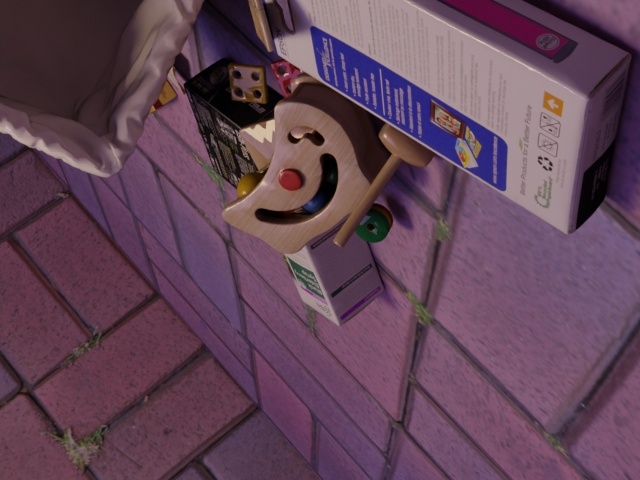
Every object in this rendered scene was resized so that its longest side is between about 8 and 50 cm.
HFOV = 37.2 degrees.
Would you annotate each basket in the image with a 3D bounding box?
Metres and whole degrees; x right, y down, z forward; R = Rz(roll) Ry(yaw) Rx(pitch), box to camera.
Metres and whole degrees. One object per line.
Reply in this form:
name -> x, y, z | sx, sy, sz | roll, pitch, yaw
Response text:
basket -> -0.341, -0.283, 1.146 | 0.328, 0.331, 0.266 | 27, 173, -20

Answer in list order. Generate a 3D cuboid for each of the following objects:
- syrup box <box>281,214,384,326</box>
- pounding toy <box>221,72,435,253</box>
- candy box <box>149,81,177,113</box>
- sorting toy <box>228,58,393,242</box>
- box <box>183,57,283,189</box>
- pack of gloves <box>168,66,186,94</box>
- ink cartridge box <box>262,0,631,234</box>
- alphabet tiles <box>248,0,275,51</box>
syrup box -> 0.000, 0.000, 1.351 | 0.093, 0.096, 0.237 | 32, 151, 47
pounding toy -> -0.017, -0.080, 1.072 | 0.154, 0.155, 0.269 | 45, 127, -15
candy box -> -0.328, -0.279, 1.699 | 0.109, 0.053, 0.187 | 57, 162, -14
sorting toy -> -0.015, -0.113, 1.178 | 0.132, 0.046, 0.274 | -14, 116, 30
box -> -0.104, -0.147, 1.360 | 0.147, 0.077, 0.180 | 40, 158, 35
pack of gloves -> -0.286, -0.363, 1.495 | 0.232, 0.046, 0.195 | 49, 173, 20
ink cartridge box -> 0.090, -0.163, 0.840 | 0.371, 0.069, 0.176 | 34, 157, 27
alphabet tiles -> -0.083, -0.299, 0.965 | 0.237, 0.009, 0.198 | -114, 8, -72
